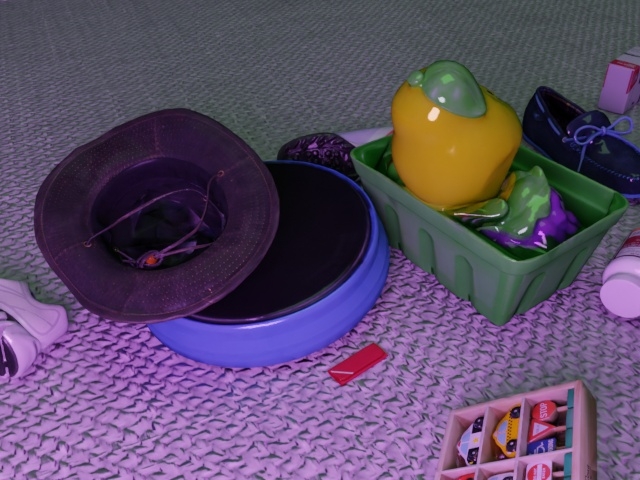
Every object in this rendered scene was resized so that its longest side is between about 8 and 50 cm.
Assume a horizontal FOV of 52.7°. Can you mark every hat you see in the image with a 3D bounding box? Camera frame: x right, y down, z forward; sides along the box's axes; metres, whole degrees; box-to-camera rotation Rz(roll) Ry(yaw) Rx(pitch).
[{"bbox_3d":[-0.205,-0.017,0.878,0.332,0.134,0.331,-3,60,5],"label":"hat"}]

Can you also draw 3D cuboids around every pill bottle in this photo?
[{"bbox_3d":[0.472,0.047,0.956,0.086,0.086,0.152,25,44,31],"label":"pill bottle"}]

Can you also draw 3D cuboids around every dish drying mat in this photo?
[{"bbox_3d":[0.051,0.165,0.872,0.083,0.008,0.032,-26,42,-30],"label":"dish drying mat"}]

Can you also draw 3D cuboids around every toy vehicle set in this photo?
[{"bbox_3d":[0.183,0.262,0.634,0.166,0.035,0.266,-27,21,35],"label":"toy vehicle set"}]

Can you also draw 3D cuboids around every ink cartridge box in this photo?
[{"bbox_3d":[0.717,-0.374,1.501,0.063,0.109,0.151,28,46,35],"label":"ink cartridge box"}]

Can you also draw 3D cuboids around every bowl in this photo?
[{"bbox_3d":[-0.092,0.012,0.978,0.392,0.077,0.391,-5,43,5],"label":"bowl"}]

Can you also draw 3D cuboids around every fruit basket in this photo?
[{"bbox_3d":[0.222,-0.106,0.941,0.283,0.391,0.392,-23,42,-27],"label":"fruit basket"}]

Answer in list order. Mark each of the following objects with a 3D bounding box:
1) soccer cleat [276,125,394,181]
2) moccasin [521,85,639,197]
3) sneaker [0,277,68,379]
[{"bbox_3d":[0.072,-0.170,1.269,0.319,0.108,0.116,-9,15,-5],"label":"soccer cleat"},{"bbox_3d":[0.509,-0.200,1.265,0.138,0.116,0.342,-18,40,-22],"label":"moccasin"},{"bbox_3d":[-0.490,0.091,0.922,0.292,0.110,0.118,25,35,19],"label":"sneaker"}]
